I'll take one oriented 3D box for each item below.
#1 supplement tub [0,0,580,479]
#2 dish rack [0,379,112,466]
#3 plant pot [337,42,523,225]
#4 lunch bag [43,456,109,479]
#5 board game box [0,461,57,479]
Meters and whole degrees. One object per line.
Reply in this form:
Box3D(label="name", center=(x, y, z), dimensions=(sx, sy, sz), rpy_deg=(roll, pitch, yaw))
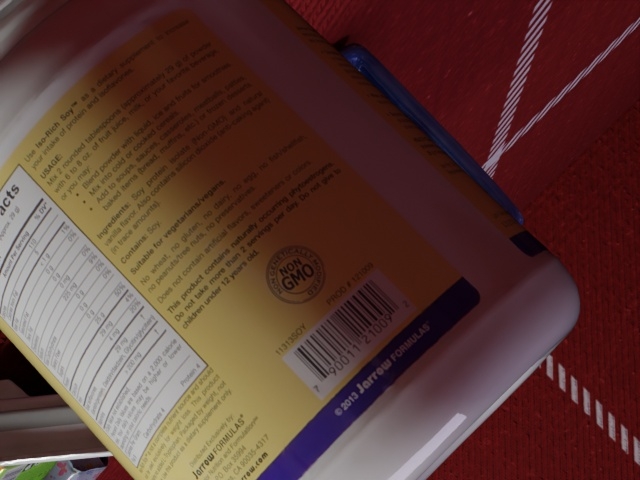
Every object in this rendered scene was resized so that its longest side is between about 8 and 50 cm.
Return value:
Box3D(label="supplement tub", center=(-0.054, 0.001, 0.642), dimensions=(0.241, 0.331, 0.241), rpy_deg=(-42, 167, -12))
Box3D(label="dish rack", center=(-0.175, 0.156, 1.104), dimensions=(0.285, 0.072, 0.333), rpy_deg=(-7, 173, 8))
Box3D(label="plant pot", center=(0.000, 0.000, 1.083), dimensions=(0.236, 0.236, 0.212), rpy_deg=(-39, 173, -33))
Box3D(label="lunch bag", center=(-0.299, 0.282, 1.419), dimensions=(0.071, 0.053, 0.083), rpy_deg=(-50, 157, 13))
Box3D(label="board game box", center=(-0.379, 0.306, 1.275), dimensions=(0.259, 0.039, 0.124), rpy_deg=(-51, 165, 18))
